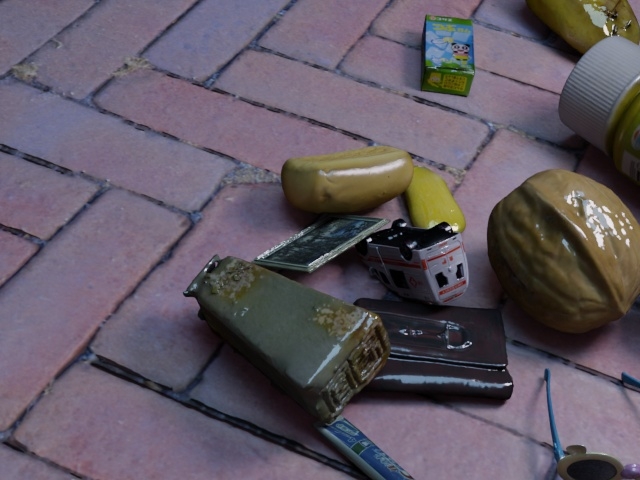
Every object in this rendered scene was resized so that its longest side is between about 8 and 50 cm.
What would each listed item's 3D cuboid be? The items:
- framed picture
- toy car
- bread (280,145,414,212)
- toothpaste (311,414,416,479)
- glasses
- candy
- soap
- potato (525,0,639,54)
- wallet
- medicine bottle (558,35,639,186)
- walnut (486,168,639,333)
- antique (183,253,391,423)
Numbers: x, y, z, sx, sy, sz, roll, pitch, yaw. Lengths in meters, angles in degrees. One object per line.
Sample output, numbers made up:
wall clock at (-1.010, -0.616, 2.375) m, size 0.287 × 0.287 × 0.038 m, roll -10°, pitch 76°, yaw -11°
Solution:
framed picture at (0.000, 0.000, 1.819) m, size 0.183 × 0.011 × 0.142 m, roll -32°, pitch 24°, yaw -35°
toy car at (0.137, 0.032, 1.788) m, size 0.089 × 0.108 × 0.209 m, roll -25°, pitch 16°, yaw -26°
bread at (0.044, -0.096, 1.911) m, size 0.217 × 0.098 × 0.147 m, roll -8°, pitch 18°, yaw -23°
toothpaste at (0.071, 0.292, 1.541) m, size 0.057 × 0.035 × 0.197 m, roll -16°, pitch 43°, yaw -44°
glasses at (0.397, 0.263, 1.617) m, size 0.189 × 0.088 × 0.220 m, roll 1°, pitch 22°, yaw -6°
candy at (0.245, -0.360, 2.268) m, size 0.097 × 0.062 × 0.194 m, roll 6°, pitch 42°, yaw 1°
soap at (0.187, -0.063, 1.950) m, size 0.089 × 0.033 × 0.168 m, roll 0°, pitch 42°, yaw -11°
potato at (0.526, -0.476, 2.378) m, size 0.173 × 0.140 × 0.300 m, roll -22°, pitch 53°, yaw -23°
wallet at (0.161, 0.154, 1.696) m, size 0.229 × 0.049 × 0.182 m, roll 5°, pitch 40°, yaw -5°
medicine bottle at (0.610, -0.180, 2.000) m, size 0.224 × 0.224 × 0.384 m, roll -26°, pitch 50°, yaw -32°
walnut at (0.371, 0.017, 1.759) m, size 0.225 × 0.225 × 0.261 m, roll -20°, pitch 53°, yaw -27°
antique at (-0.060, 0.118, 1.619) m, size 0.284 × 0.125 × 0.150 m, roll 28°, pitch 66°, yaw 30°
